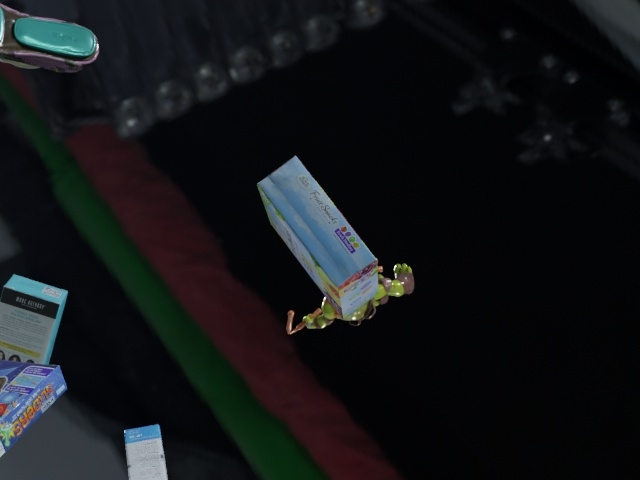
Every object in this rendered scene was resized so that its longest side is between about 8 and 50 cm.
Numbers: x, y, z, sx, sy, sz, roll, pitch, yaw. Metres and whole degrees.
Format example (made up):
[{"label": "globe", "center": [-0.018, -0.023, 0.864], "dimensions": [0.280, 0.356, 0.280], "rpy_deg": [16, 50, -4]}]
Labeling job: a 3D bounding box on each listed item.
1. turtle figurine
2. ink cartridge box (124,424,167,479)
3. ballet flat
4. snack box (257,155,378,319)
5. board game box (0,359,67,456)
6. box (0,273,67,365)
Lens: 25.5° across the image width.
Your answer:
[{"label": "turtle figurine", "center": [0.076, 0.100, 2.558], "dimensions": [0.269, 0.217, 0.087], "rpy_deg": [-45, -109, 40]}, {"label": "ink cartridge box", "center": [-0.273, 0.393, 2.253], "dimensions": [0.180, 0.060, 0.104], "rpy_deg": [-108, -168, -55]}, {"label": "ballet flat", "center": [-0.365, -0.231, 1.612], "dimensions": [0.079, 0.221, 0.077], "rpy_deg": [-40, -135, 50]}, {"label": "snack box", "center": [0.000, 0.000, 1.857], "dimensions": [0.174, 0.070, 0.207], "rpy_deg": [53, -7, 12]}, {"label": "board game box", "center": [-0.402, 0.181, 1.570], "dimensions": [0.201, 0.136, 0.035], "rpy_deg": [3, -58, 29]}, {"label": "box", "center": [-0.511, 0.188, 2.404], "dimensions": [0.060, 0.100, 0.244], "rpy_deg": [-80, -172, -71]}]
